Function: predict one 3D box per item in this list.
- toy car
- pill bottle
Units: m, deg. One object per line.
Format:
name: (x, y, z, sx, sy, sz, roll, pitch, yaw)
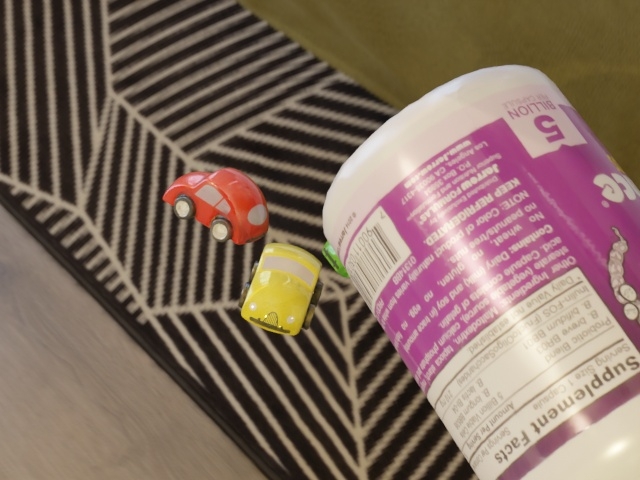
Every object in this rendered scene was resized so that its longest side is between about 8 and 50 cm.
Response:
toy car: (0.000, 0.000, 1.080, 0.225, 0.053, 0.239, 4, 29, -30)
pill bottle: (0.142, 0.062, 0.690, 0.169, 0.169, 0.301, -32, 69, -3)
